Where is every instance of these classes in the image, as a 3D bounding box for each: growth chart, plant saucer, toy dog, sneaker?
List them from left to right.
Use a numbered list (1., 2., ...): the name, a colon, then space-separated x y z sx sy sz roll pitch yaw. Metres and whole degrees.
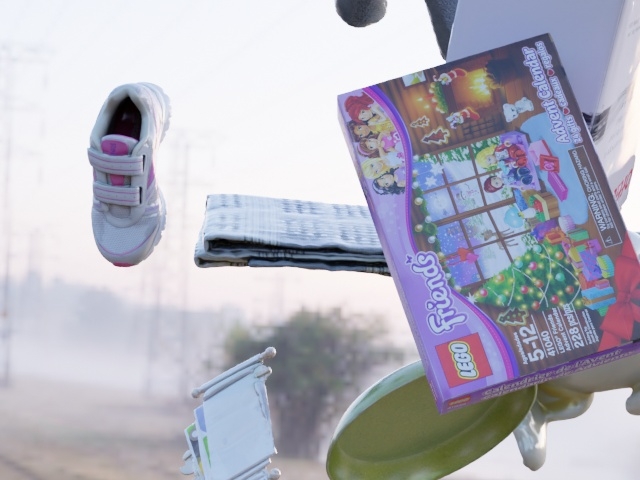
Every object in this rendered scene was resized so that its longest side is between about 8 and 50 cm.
1. sneaker: -0.258 -0.092 2.252 0.103 0.252 0.111 -1 -9 12
2. growth chart: -0.130 0.278 2.475 0.172 0.237 0.021 -26 -42 23
3. plant saucer: 0.112 0.186 1.835 0.241 0.037 0.241 -17 -34 -12
4. toy dog: 0.429 0.091 2.379 0.408 0.284 0.395 -20 13 15

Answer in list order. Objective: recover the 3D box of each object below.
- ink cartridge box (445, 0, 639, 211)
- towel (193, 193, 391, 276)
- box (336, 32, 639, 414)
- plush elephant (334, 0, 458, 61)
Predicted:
1. ink cartridge box: 0.242 -0.192 1.721 0.166 0.395 0.285 19 26 18
2. towel: 0.000 0.000 2.195 0.312 0.056 0.324 5 10 -3
3. box: 0.152 -0.018 1.504 0.201 0.293 0.057 -17 -19 -5
4. plush elephant: 0.160 -0.390 1.957 0.255 0.330 0.272 -28 30 -26
